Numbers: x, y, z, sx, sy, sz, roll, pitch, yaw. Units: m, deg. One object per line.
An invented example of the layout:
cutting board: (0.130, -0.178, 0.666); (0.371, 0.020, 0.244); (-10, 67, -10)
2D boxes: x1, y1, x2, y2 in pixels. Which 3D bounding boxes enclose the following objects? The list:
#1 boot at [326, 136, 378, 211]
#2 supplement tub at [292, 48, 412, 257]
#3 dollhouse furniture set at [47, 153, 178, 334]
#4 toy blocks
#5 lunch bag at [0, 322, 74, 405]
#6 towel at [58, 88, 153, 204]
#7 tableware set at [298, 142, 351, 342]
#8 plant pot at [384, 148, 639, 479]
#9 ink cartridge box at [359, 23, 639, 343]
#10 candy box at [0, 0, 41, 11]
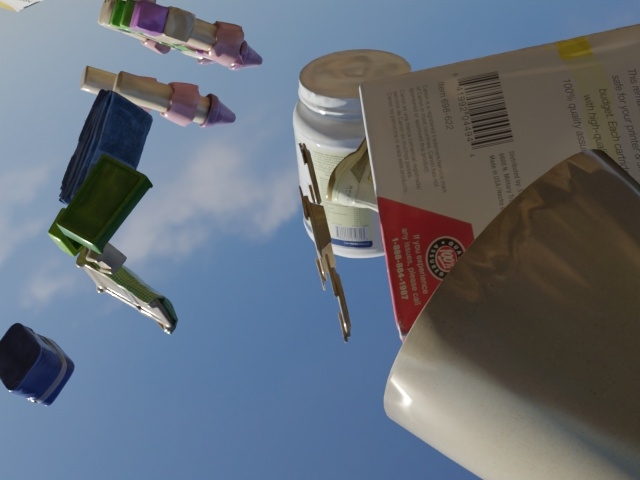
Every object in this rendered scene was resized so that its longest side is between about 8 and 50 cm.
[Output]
boot: (0.126, -0.093, 1.638); (0.165, 0.077, 0.213); (23, -139, 20)
supplement tub: (0.073, -0.158, 2.050); (0.236, 0.324, 0.235); (-4, -147, 3)
dollhouse furniture set: (-0.136, 0.002, 0.796); (0.076, 0.151, 0.058); (27, -108, 19)
toy blocks: (-0.193, -0.333, 1.785); (0.260, 0.308, 0.289); (14, -176, -26)
lunch bag: (-0.340, 0.147, 1.333); (0.067, 0.065, 0.098); (-53, -136, -2)
towel: (-0.199, -0.078, 1.061); (0.029, 0.067, 0.119); (3, -110, 43)
tableware set: (0.000, 0.000, 1.013); (0.020, 0.168, 0.141); (-13, -149, 0)
plant pot: (0.232, 0.115, 0.801); (0.274, 0.256, 0.256); (39, -123, 24)
ink cartridge box: (0.253, -0.040, 1.091); (0.385, 0.160, 0.279); (-11, -118, 8)
candy box: (-0.288, -0.296, 1.074); (0.233, 0.071, 0.159); (-9, 169, 41)
